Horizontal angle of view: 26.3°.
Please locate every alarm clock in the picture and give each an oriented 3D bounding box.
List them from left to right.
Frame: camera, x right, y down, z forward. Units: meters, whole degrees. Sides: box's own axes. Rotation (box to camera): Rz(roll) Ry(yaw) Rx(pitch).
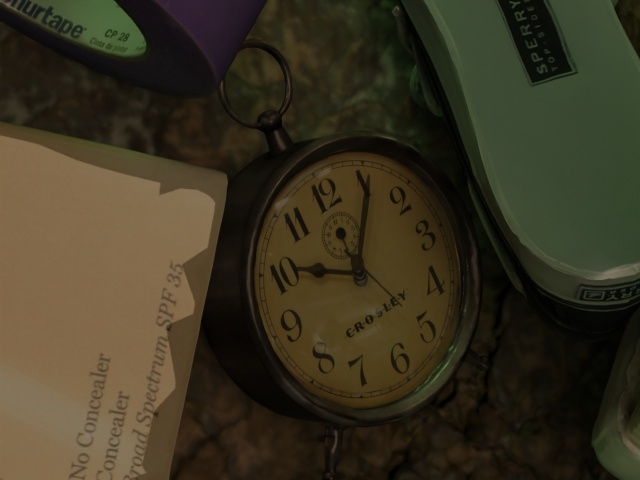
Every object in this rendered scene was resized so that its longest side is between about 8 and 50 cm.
[{"bbox_3d":[0.000,0.000,0.616,0.129,0.064,0.192,-31,107,-31],"label":"alarm clock"}]

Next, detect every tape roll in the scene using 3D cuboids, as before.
[{"bbox_3d":[-0.104,-0.139,0.543,0.189,0.189,0.080,31,79,-12],"label":"tape roll"}]

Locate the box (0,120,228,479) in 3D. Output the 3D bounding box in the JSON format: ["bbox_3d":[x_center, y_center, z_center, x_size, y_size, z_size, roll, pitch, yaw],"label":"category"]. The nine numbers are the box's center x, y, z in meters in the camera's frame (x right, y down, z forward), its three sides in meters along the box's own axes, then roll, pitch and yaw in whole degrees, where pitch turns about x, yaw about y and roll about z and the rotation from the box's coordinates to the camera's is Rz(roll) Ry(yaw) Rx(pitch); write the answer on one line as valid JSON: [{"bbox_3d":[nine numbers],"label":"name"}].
[{"bbox_3d":[-0.208,0.011,0.541,0.311,0.121,0.148,11,85,-15],"label":"box"}]

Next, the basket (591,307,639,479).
[{"bbox_3d":[0.332,-0.015,0.546,0.331,0.266,0.328,24,64,7],"label":"basket"}]

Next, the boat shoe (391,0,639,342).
[{"bbox_3d":[0.091,-0.101,0.638,0.113,0.105,0.306,-17,67,-6],"label":"boat shoe"}]
